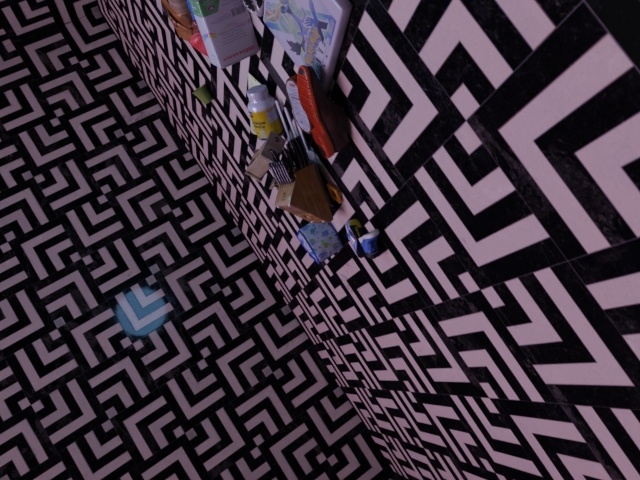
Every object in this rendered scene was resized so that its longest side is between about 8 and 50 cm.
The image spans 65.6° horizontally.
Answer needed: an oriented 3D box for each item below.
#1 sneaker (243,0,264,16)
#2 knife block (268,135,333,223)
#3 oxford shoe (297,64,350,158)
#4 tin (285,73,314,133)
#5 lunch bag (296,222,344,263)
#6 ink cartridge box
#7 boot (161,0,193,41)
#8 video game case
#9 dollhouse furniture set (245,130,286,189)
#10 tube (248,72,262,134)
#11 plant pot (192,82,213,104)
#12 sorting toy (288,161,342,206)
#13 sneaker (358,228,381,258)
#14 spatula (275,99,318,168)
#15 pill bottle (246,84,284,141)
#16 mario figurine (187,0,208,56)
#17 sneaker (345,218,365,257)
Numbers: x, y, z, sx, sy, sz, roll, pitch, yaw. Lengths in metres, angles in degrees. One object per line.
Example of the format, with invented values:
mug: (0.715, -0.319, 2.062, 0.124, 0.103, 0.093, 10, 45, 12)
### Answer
sneaker: (-0.208, -0.721, 1.427, 0.071, 0.068, 0.170, -36, -75, -81)
knife block: (-0.056, -0.209, 1.703, 0.275, 0.242, 0.088, 23, 166, -39)
oxford shoe: (0.011, -0.363, 1.366, 0.097, 0.098, 0.271, 52, 167, 48)
tin: (-0.056, -0.422, 1.552, 0.106, 0.040, 0.190, 32, 148, 47)
lunch bag: (0.000, 0.000, 1.932, 0.151, 0.128, 0.096, 53, 163, 12)
ink cartridge box: (-0.303, -0.684, 1.586, 0.093, 0.154, 0.212, 40, 155, 45)
boot: (-0.604, -0.968, 2.052, 0.283, 0.109, 0.220, 41, 160, 26)
video game case: (-0.048, -0.579, 1.271, 0.300, 0.036, 0.329, 55, 162, 11)
dollhouse furniture set: (-0.144, -0.267, 1.773, 0.183, 0.129, 0.129, 30, 142, -19)
tube: (-0.239, -0.508, 1.876, 0.070, 0.062, 0.240, 10, 144, 5)
plant pot: (-0.560, -0.700, 2.391, 0.079, 0.083, 0.083, 53, 166, -25)
sorting toy: (-0.042, -0.210, 1.808, 0.347, 0.047, 0.196, 31, 153, 55)
sneaker: (0.171, 0.015, 1.610, 0.085, 0.058, 0.152, 64, 167, 3)
spatula: (-0.083, -0.366, 1.734, 0.168, 0.019, 0.242, 40, 156, 48)
pill bottle: (-0.199, -0.453, 1.770, 0.103, 0.103, 0.184, 38, 153, 47)
mario figurine: (-0.395, -0.809, 1.755, 0.198, 0.170, 0.321, -53, -52, -71)
sneaker: (0.125, -0.009, 1.714, 0.059, 0.053, 0.144, 16, 126, 64)
